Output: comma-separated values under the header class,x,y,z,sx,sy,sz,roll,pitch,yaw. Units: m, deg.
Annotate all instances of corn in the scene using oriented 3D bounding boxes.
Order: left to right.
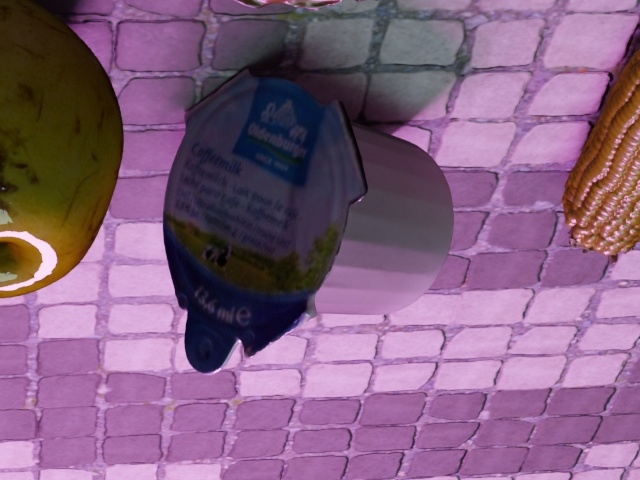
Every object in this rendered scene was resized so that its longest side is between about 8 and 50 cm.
class,x,y,z,sx,sy,sz,roll,pitch,yaw
corn,0.319,-0.099,1.897,0.106,0.106,0.305,0,142,-11

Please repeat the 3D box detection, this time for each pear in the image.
class,x,y,z,sx,sy,sz,roll,pitch,yaw
pear,-0.305,-0.081,1.647,0.283,0.283,0.283,-5,148,-3

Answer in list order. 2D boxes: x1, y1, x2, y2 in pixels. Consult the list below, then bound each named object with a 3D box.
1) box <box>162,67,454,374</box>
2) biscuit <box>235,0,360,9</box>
class,x,y,z,sx,sy,sz,roll,pitch,yaw
box,0.000,0.000,1.839,0.206,0.291,0.262,8,-171,-45
biscuit,-0.001,-0.311,1.495,0.326,0.107,0.326,-2,147,-2
